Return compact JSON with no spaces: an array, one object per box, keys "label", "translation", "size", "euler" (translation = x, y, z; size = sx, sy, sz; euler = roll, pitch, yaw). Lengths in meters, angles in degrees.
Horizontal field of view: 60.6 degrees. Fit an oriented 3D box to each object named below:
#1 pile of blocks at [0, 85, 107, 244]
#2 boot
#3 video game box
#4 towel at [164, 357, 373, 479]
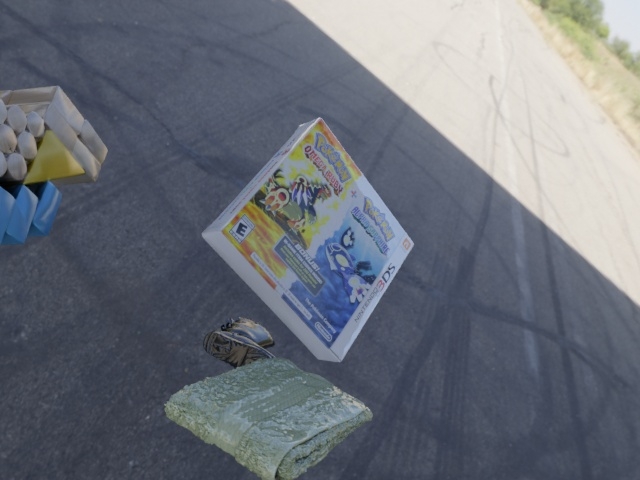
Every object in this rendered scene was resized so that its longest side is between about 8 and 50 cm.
[{"label":"pile of blocks","translation":[-0.281,-0.039,0.350],"size":[0.362,0.113,0.148],"euler":[-34,121,-78]},{"label":"boot","translation":[-0.090,0.146,0.740],"size":[0.121,0.045,0.099],"euler":[24,9,16]},{"label":"video game box","translation":[0.000,0.000,0.615],"size":[0.205,0.048,0.187],"euler":[50,56,-23]},{"label":"towel","translation":[-0.032,0.124,0.410],"size":[0.110,0.027,0.148],"euler":[20,9,27]}]
